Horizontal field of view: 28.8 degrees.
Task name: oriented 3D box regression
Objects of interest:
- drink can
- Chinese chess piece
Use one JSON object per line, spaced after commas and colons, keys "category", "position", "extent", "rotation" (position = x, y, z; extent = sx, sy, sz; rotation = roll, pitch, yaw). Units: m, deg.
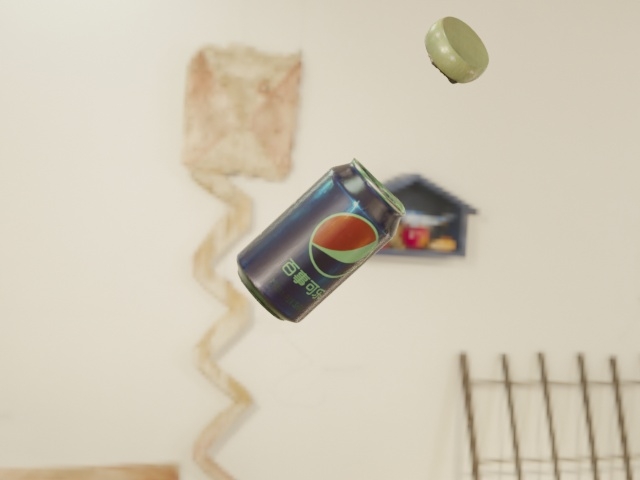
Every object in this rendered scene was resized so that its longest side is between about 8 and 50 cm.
{"category": "drink can", "position": [0.000, 0.000, 1.523], "extent": [0.118, 0.205, 0.118], "rotation": [45, 7, -7]}
{"category": "Chinese chess piece", "position": [0.160, -0.224, 1.466], "extent": [0.084, 0.084, 0.034], "rotation": [3, -32, -45]}
